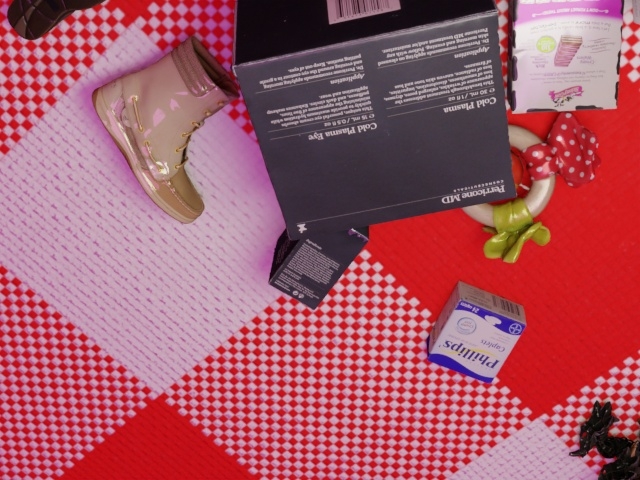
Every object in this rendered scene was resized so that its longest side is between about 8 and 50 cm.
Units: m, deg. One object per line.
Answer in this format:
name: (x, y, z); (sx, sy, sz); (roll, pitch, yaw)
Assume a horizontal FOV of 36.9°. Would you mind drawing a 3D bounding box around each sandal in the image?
sandal: (-0.380, -0.373, 1.445); (0.219, 0.060, 0.090); (-27, 106, 30)

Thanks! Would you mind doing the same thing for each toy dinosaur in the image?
toy dinosaur: (0.578, 0.416, 1.727); (0.218, 0.164, 0.322); (29, 94, -28)

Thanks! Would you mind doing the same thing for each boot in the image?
boot: (-0.208, -0.170, 1.514); (0.203, 0.095, 0.262); (-27, 108, 15)

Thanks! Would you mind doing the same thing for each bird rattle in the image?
bird rattle: (0.307, -0.096, 1.499); (0.207, 0.143, 0.253); (28, 113, 8)

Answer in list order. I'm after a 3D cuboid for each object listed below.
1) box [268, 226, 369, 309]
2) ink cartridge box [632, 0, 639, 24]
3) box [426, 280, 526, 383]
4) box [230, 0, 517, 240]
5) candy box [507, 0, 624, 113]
box: (0.000, 0.000, 1.546); (0.093, 0.156, 0.158); (31, 114, -12)
ink cartridge box: (0.554, -0.374, 1.226); (0.197, 0.270, 0.198); (-18, 115, -10)
box: (0.266, 0.160, 1.655); (0.126, 0.072, 0.137); (21, 117, -6)
box: (0.080, -0.196, 1.343); (0.343, 0.179, 0.312); (-10, 132, 6)
candy box: (0.358, -0.310, 1.412); (0.159, 0.071, 0.233); (-1, 116, 5)
